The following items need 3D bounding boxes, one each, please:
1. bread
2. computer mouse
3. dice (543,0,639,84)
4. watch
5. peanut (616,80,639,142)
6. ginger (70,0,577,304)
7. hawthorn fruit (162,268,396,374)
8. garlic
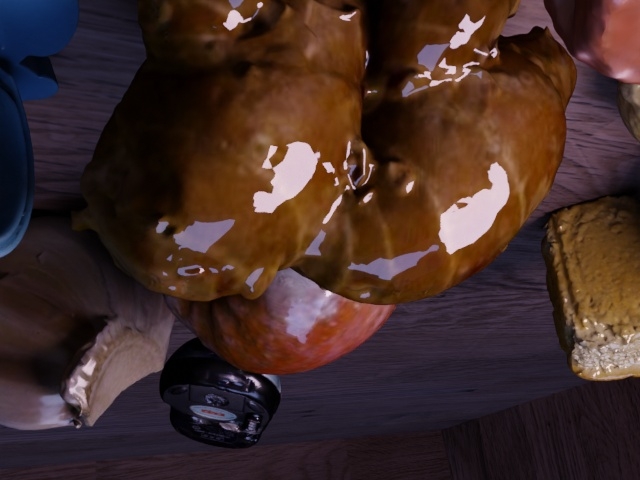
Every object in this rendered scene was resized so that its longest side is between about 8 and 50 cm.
[{"bbox_3d":[0.387,0.059,1.021,0.174,0.245,0.121,-19,147,21],"label":"bread"},{"bbox_3d":[-0.117,0.174,0.925,0.137,0.096,0.233,19,148,-2],"label":"computer mouse"},{"bbox_3d":[0.201,-0.194,0.377,0.175,0.173,0.179,-10,160,5],"label":"dice"},{"bbox_3d":[-0.244,-0.074,0.469,0.211,0.193,0.211,-6,157,-3],"label":"watch"},{"bbox_3d":[0.347,-0.123,0.736,0.099,0.090,0.214,-12,163,42],"label":"peanut"},{"bbox_3d":[0.027,-0.092,0.517,0.358,0.274,0.152,4,-170,-24],"label":"ginger"},{"bbox_3d":[-0.032,0.010,0.730,0.235,0.231,0.263,26,174,19],"label":"hawthorn fruit"},{"bbox_3d":[-0.287,0.089,0.840,0.292,0.237,0.210,24,166,32],"label":"garlic"}]
